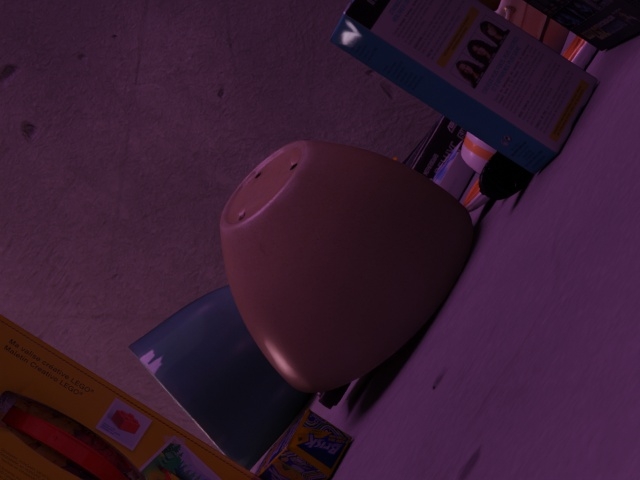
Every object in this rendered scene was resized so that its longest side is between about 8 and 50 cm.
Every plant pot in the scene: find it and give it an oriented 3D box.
[{"bbox_3d":[0.000,0.000,1.393,0.284,0.191,0.284,-38,23,19],"label":"plant pot"},{"bbox_3d":[-0.140,0.211,2.111,0.235,0.293,0.293,-42,-2,-9],"label":"plant pot"}]

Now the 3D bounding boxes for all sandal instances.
[{"bbox_3d":[0.222,-0.155,1.426,0.265,0.076,0.102,-57,1,14],"label":"sandal"}]

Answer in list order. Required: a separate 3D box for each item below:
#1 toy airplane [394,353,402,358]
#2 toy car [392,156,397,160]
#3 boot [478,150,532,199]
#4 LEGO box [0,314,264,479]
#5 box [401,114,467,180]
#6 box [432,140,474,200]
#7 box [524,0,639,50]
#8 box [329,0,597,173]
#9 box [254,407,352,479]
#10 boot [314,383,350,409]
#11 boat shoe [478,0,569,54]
[{"bbox_3d":[0.056,0.111,1.404,0.151,0.028,0.151,-46,18,19],"label":"toy airplane"},{"bbox_3d":[0.106,-0.083,2.058,0.122,0.060,0.040,-40,-50,-26],"label":"toy car"},{"bbox_3d":[0.191,-0.073,1.305,0.121,0.045,0.099,-50,0,-24],"label":"boot"},{"bbox_3d":[-0.334,0.316,1.460,0.193,0.500,0.372,-59,2,-42],"label":"LEGO box"},{"bbox_3d":[0.148,-0.064,2.093,0.242,0.076,0.307,-58,2,-21],"label":"box"},{"bbox_3d":[0.165,-0.050,1.818,0.178,0.042,0.109,-58,2,-26],"label":"box"},{"bbox_3d":[0.233,-0.263,1.197,0.059,0.183,0.232,-57,0,3],"label":"box"},{"bbox_3d":[0.139,-0.175,1.224,0.100,0.244,0.060,-57,1,-24],"label":"box"},{"bbox_3d":[-0.024,0.243,1.378,0.054,0.059,0.169,-57,1,-28],"label":"box"},{"bbox_3d":[0.053,0.089,1.590,0.229,0.091,0.263,-56,3,10],"label":"boot"},{"bbox_3d":[0.220,-0.276,1.477,0.367,0.156,0.136,102,-173,-55],"label":"boat shoe"}]
